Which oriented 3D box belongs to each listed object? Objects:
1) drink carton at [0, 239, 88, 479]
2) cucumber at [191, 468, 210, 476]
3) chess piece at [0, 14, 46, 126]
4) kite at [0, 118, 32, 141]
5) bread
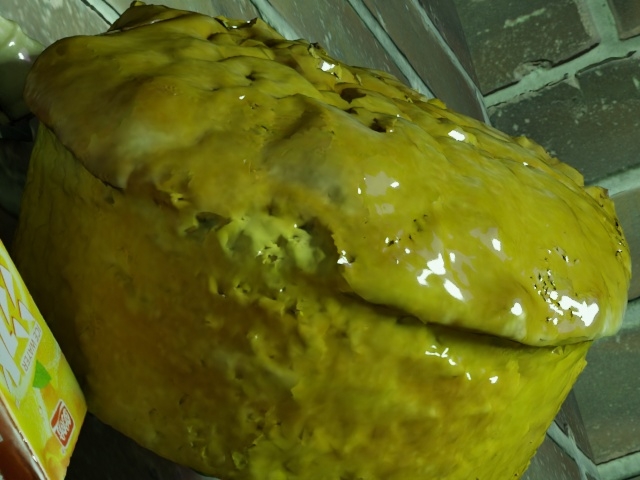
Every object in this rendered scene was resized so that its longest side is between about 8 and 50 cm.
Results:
[{"bbox_3d":[-0.196,0.025,0.878,0.096,0.071,0.223,-82,149,-65],"label":"drink carton"},{"bbox_3d":[-0.103,0.090,1.223,0.155,0.037,0.037,69,13,8],"label":"cucumber"},{"bbox_3d":[-0.215,-0.147,1.052,0.060,0.060,0.172,-94,158,-50],"label":"chess piece"},{"bbox_3d":[-0.254,-0.231,1.132,0.204,0.022,0.360,38,38,-65],"label":"kite"},{"bbox_3d":[0.000,0.000,1.084,0.398,0.398,0.215,-43,156,-75],"label":"bread"}]
